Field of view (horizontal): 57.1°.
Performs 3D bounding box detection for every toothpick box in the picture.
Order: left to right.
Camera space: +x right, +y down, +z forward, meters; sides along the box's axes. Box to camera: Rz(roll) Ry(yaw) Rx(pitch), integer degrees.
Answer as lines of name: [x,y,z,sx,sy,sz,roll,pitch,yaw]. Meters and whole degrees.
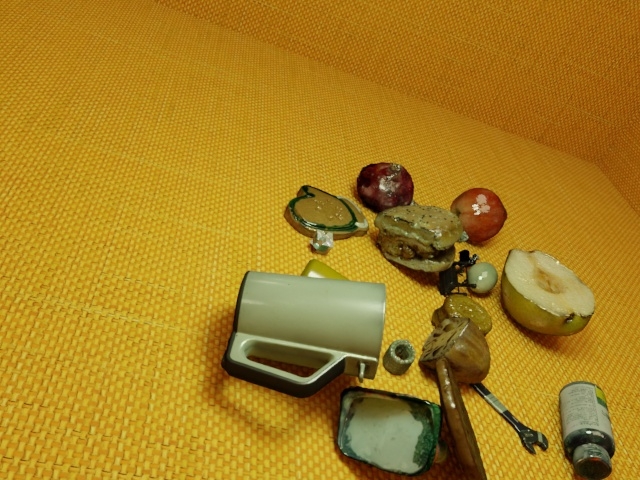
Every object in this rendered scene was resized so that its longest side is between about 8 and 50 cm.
toothpick box: [0.046,0.190,1.741,0.271,0.175,0.175,31,34,1]

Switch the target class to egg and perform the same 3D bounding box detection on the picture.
egg: [0.612,0.142,2.229,0.114,0.114,0.152,37,34,14]

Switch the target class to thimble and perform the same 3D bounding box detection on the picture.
thimble: [0.237,0.345,1.758,0.084,0.062,0.110,30,34,6]

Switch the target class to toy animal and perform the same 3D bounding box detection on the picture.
toy animal: [0.565,0.085,2.287,0.062,0.108,0.220,50,10,32]

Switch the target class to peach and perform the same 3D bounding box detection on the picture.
peach: [0.691,-0.107,2.516,0.256,0.232,0.232,0,40,-9]

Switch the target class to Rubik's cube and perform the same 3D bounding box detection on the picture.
Rubik's cube: [-0.001,0.003,2.038,0.073,0.075,0.084,12,36,-22]

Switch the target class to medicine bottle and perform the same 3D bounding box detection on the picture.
medicine bottle: [0.801,0.571,1.771,0.141,0.141,0.293,27,34,1]

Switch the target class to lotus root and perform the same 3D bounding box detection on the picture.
lotus root: [0.424,0.354,1.811,0.180,0.199,0.188,45,73,-10]

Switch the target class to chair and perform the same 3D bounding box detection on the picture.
chair: [0.446,0.130,2.177,0.229,0.113,0.106,3,17,37]

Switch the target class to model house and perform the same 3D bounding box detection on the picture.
model house: [0.217,0.475,1.498,0.253,0.184,0.291,0,-12,33]

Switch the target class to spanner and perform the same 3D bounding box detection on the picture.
spanner: [0.551,0.517,1.781,0.087,0.024,0.316,-21,56,-43]

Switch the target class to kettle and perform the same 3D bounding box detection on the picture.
kettle: [-0.036,0.245,1.499,0.376,0.250,0.361,8,41,2]

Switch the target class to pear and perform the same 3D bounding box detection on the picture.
pear: [0.815,0.218,2.199,0.340,0.191,0.386,6,34,-13]

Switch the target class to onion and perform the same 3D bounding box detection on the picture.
onion: [0.276,-0.232,2.408,0.252,0.219,0.252,12,44,-11]

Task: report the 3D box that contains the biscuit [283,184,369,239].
biscuit: [0.015,-0.114,2.218,0.343,0.057,0.287,-3,44,-36]

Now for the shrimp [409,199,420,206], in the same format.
shrimp: [0.409,-0.081,2.438,0.164,0.062,0.317,-11,52,-39]

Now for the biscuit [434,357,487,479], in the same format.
biscuit: [0.357,0.469,1.508,0.046,0.359,0.359,-18,36,12]

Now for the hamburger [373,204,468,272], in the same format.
hamburger: [0.373,-0.019,2.172,0.318,0.195,0.277,18,27,36]

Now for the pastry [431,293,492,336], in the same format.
pastry: [0.479,0.267,1.986,0.188,0.103,0.189,18,34,-13]
